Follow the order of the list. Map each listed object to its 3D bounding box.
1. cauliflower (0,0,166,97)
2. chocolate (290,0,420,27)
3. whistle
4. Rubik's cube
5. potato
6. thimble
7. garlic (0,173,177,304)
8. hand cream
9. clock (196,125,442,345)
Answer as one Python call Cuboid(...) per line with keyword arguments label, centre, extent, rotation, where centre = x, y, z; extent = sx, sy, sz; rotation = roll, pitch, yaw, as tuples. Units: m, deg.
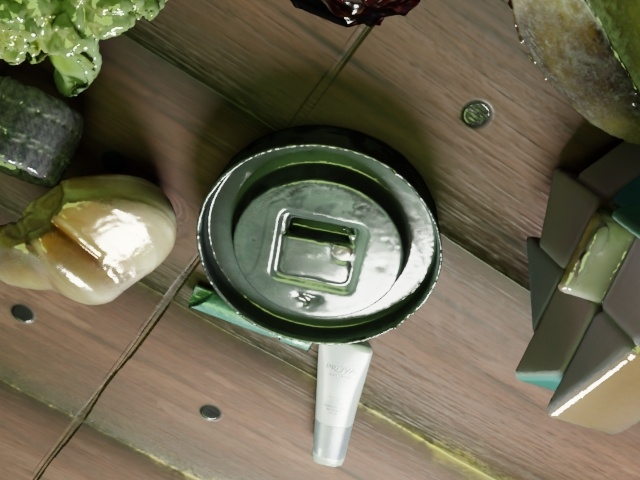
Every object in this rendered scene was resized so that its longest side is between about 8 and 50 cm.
Cuboid(label="cauliflower", centre=(-0.286, -0.294, 0.832), extent=(0.327, 0.281, 0.260), rotation=(41, 100, 9))
Cuboid(label="chocolate", centre=(0.036, -0.295, 0.791), extent=(0.224, 0.177, 0.206), rotation=(-21, 120, 19))
Cuboid(label="whistle", centre=(-0.098, 0.111, 1.178), extent=(0.186, 0.039, 0.039), rotation=(22, 125, -8))
Cuboid(label="Rubik's cube", centre=(0.411, 0.045, 0.880), extent=(0.358, 0.387, 0.368), rotation=(19, 107, -11))
Cuboid(label="potato", centre=(0.287, -0.231, 0.860), extent=(0.100, 0.120, 0.261), rotation=(-43, 109, -16))
Cuboid(label="thimble", centre=(-0.364, -0.131, 0.976), extent=(0.150, 0.150, 0.097), rotation=(21, 81, -7))
Cuboid(label="garlic", centre=(-0.280, 0.010, 1.040), extent=(0.217, 0.110, 0.228), rotation=(-33, 155, 10))
Cuboid(label="hand cream", centre=(0.026, 0.244, 1.248), extent=(0.079, 0.048, 0.255), rotation=(9, 125, 3))
Cuboid(label="clock", centre=(-0.001, 0.000, 1.071), extent=(0.319, 0.066, 0.319), rotation=(3, 125, 5))
